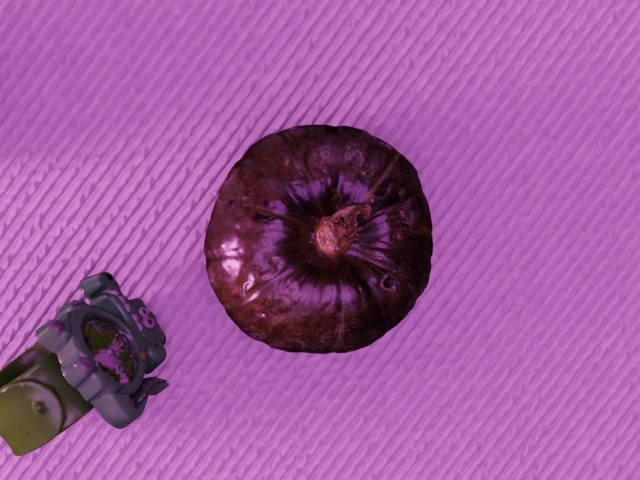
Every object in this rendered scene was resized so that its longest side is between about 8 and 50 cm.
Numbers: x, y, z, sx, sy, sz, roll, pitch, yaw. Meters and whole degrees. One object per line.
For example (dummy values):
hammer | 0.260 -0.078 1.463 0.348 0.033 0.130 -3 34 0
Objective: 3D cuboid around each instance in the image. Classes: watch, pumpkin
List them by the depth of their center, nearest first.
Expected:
pumpkin | 0.000 0.000 1.651 0.224 0.157 0.223 0 88 -9
watch | -0.238 0.131 1.674 0.152 0.165 0.131 -33 102 26
